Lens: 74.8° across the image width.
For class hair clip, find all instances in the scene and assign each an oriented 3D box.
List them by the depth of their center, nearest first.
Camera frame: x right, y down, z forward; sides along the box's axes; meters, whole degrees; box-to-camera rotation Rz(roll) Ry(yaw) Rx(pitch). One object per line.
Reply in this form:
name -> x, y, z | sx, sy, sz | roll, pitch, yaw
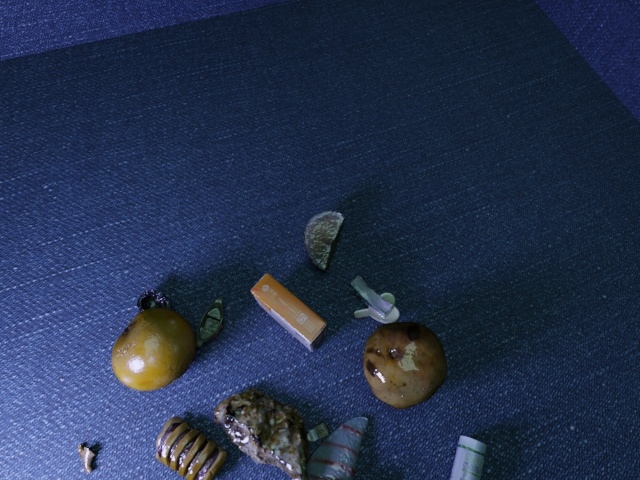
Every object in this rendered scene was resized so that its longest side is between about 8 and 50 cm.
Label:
hair clip -> 0.193, 0.232, 1.544 | 0.218, 0.071, 0.159 | 39, 72, 20

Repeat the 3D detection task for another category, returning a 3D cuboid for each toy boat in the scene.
toy boat -> 0.069, 0.687, 1.327 | 0.206, 0.096, 0.282 | 13, 55, 16
toy boat -> -0.388, 0.294, 1.482 | 0.089, 0.071, 0.185 | 19, 65, 4

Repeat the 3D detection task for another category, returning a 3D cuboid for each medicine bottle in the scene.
medicine bottle -> 0.462, 0.725, 1.319 | 0.086, 0.086, 0.183 | 22, 66, 7

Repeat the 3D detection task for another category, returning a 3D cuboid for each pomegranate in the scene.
pomegranate -> 0.273, 0.405, 1.368 | 0.281, 0.281, 0.281 | 1, 65, -3

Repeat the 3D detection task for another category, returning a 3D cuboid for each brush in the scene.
brush -> -0.053, 0.651, 1.366 | 0.169, 0.014, 0.043 | -23, 67, -11

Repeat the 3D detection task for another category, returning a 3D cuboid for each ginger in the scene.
ginger -> -0.726, 0.674, 1.309 | 0.048, 0.030, 0.097 | -40, 68, 10

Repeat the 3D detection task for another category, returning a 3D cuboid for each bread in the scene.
bread -> -0.410, 0.661, 1.304 | 0.225, 0.081, 0.134 | 28, 68, 9

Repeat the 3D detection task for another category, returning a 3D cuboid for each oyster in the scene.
oyster -> -0.149, 0.606, 1.330 | 0.396, 0.111, 0.204 | 31, 62, 18

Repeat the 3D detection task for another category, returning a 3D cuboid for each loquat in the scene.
loquat -> -0.535, 0.350, 1.346 | 0.262, 0.263, 0.263 | 1, 65, -3

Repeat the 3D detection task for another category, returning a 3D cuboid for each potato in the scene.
potato -> 0.000, 0.000, 1.627 | 0.138, 0.098, 0.243 | 18, 71, 9

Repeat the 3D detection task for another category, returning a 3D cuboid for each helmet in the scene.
helmet -> -0.590, 0.235, 1.499 | 0.123, 0.070, 0.098 | 36, 74, 6

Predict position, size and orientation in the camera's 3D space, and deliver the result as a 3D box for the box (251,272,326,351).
box -> -0.104, 0.250, 1.438 | 0.273, 0.221, 0.091 | 38, 72, 16
